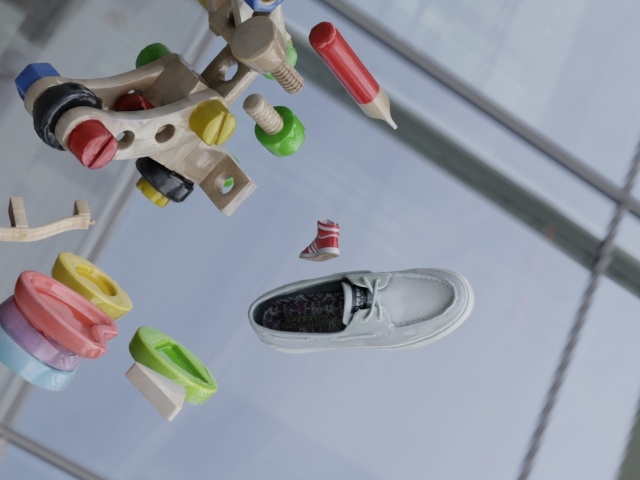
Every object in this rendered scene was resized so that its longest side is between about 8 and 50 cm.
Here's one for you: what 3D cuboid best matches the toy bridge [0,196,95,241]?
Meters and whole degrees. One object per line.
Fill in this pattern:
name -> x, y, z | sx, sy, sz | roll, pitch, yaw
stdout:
toy bridge -> -0.366, -0.025, 1.792 | 0.063, 0.188, 0.026 | -114, -148, -47

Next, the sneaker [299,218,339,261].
sneaker -> 0.000, 0.000, 2.583 | 0.118, 0.042, 0.067 | -14, -109, 60

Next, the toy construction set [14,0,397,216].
toy construction set -> -0.072, -0.128, 1.275 | 0.309, 0.237, 0.257 | 17, -105, 33

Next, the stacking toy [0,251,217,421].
stacking toy -> -0.289, 0.158, 1.878 | 0.130, 0.279, 0.309 | -51, 177, 8

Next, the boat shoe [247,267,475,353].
boat shoe -> 0.037, 0.070, 1.467 | 0.228, 0.081, 0.079 | -9, -106, 15
